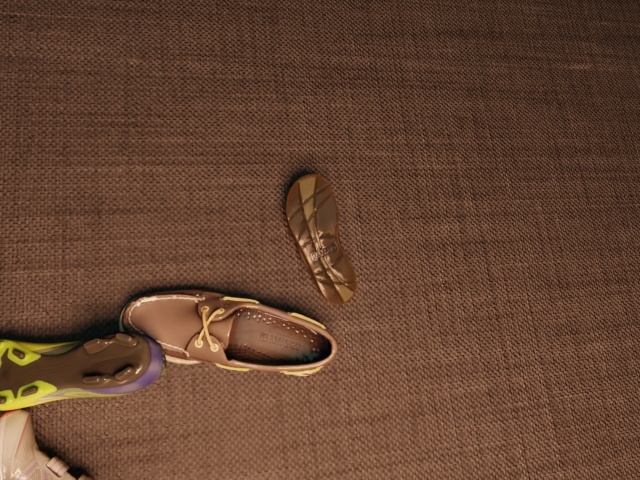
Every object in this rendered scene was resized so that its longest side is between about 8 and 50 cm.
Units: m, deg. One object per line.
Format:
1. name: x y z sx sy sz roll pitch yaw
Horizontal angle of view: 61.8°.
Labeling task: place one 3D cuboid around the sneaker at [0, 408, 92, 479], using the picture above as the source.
1. sneaker: -0.344 0.333 0.690 0.111 0.103 0.252 -18 86 -22

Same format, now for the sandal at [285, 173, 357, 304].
1. sandal: 0.000 0.000 0.891 0.090 0.060 0.219 -23 96 -13

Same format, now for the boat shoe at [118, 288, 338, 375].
1. boat shoe: -0.133 0.135 0.793 0.324 0.097 0.116 14 72 -10

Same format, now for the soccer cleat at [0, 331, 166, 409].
1. soccer cleat: -0.352 0.181 0.726 0.289 0.121 0.093 -7 67 5
